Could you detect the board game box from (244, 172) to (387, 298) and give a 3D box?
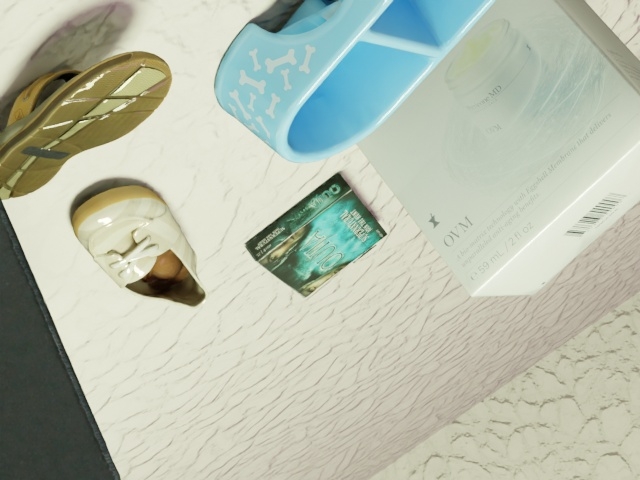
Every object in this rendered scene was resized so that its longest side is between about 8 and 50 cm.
[{"bbox_3d":[0.000,0.000,1.271,0.126,0.026,0.186,-38,159,3],"label":"board game box"}]

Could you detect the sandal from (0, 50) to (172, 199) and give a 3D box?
[{"bbox_3d":[-0.182,-0.085,0.795,0.180,0.049,0.072,-30,158,28],"label":"sandal"}]

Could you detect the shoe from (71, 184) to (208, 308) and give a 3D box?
[{"bbox_3d":[-0.149,0.011,1.020,0.076,0.058,0.219,-36,159,0],"label":"shoe"}]

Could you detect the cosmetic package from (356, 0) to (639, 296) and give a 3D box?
[{"bbox_3d":[0.175,-0.104,1.044,0.224,0.224,0.138,-46,154,24],"label":"cosmetic package"}]

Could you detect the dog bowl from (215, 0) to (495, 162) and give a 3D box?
[{"bbox_3d":[0.045,-0.175,0.906,0.297,0.074,0.166,-46,157,26],"label":"dog bowl"}]

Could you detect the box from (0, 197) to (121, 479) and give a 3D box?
[{"bbox_3d":[-0.262,0.126,0.736,0.212,0.293,0.395,-22,156,-15],"label":"box"}]
